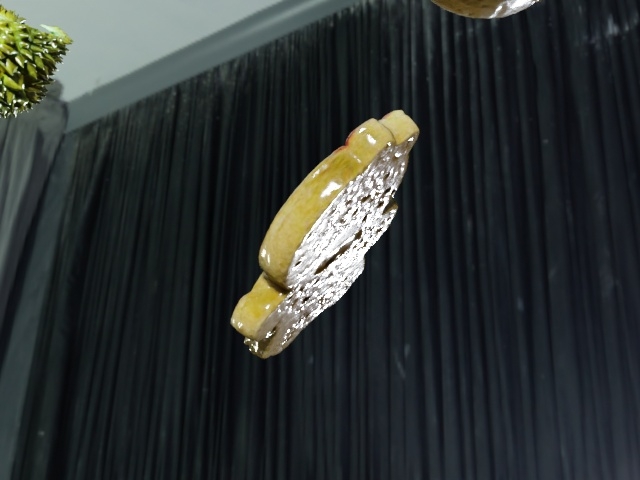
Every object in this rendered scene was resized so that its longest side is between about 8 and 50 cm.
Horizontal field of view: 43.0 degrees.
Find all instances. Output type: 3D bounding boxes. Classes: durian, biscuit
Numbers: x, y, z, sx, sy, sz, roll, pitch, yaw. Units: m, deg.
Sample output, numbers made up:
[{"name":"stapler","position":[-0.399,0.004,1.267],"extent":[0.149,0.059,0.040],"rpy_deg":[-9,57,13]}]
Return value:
[{"name":"durian","position":[-0.457,-0.252,1.056],"extent":[0.236,0.200,0.177],"rpy_deg":[20,124,-17]},{"name":"biscuit","position":[0.000,0.000,0.578],"extent":[0.036,0.166,0.226],"rpy_deg":[42,152,16]}]

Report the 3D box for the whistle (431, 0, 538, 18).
[{"name":"whistle","position":[0.051,-0.184,0.441],"extent":[0.219,0.107,0.057],"rpy_deg":[9,168,-9]}]
